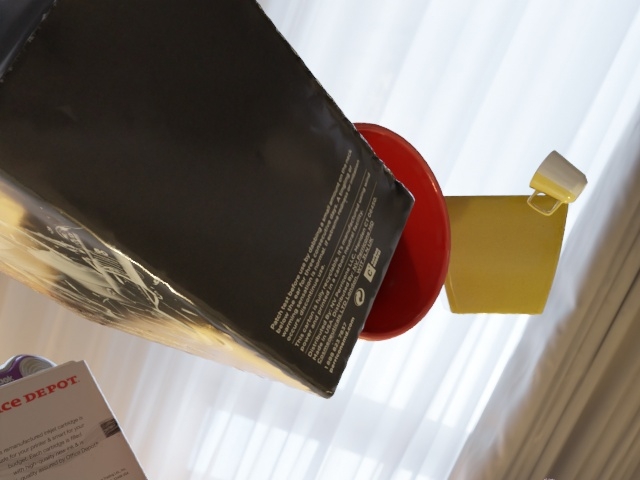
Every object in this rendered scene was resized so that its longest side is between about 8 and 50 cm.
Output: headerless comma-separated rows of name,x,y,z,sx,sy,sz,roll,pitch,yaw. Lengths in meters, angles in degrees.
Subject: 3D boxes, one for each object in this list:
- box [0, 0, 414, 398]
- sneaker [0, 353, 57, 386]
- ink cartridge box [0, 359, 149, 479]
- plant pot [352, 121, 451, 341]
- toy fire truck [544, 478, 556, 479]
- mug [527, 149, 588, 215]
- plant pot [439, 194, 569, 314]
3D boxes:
box,-0.164,-0.054,0.525,0.343,0.179,0.312,8,153,40
sneaker,-0.513,0.261,1.087,0.305,0.152,0.114,9,-141,-56
ink cartridge box,-0.352,0.322,0.915,0.198,0.115,0.273,-18,-118,-39
plant pot,0.000,0.000,0.961,0.274,0.275,0.243,13,166,-35
toy fire truck,0.388,0.512,1.197,0.047,0.192,0.135,14,163,30
mug,0.334,-0.078,0.979,0.064,0.078,0.062,37,-139,19
plant pot,0.282,0.027,1.164,0.212,0.187,0.212,0,178,4
